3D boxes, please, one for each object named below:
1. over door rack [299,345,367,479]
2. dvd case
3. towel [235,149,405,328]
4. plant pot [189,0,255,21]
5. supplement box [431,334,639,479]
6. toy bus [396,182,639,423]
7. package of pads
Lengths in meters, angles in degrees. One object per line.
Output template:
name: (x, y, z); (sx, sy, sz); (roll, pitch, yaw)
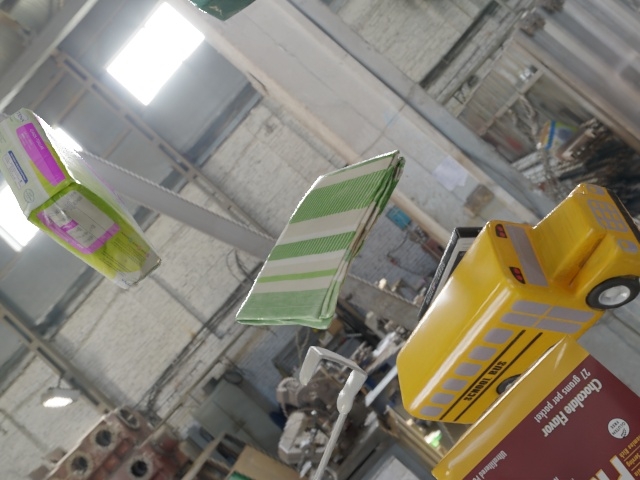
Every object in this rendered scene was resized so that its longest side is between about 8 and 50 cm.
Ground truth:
over door rack: (0.050, 0.277, 0.407); (0.240, 0.108, 0.323); (29, 109, 59)
dvd case: (0.281, 0.067, 0.945); (0.238, 0.180, 0.029); (100, 164, -45)
towel: (0.000, 0.000, 0.929); (0.248, 0.038, 0.324); (-9, 47, 52)
plant pot: (-0.088, -0.374, 0.606); (0.234, 0.165, 0.165); (-48, 5, 13)
supplement box: (0.207, 0.186, 0.407); (0.129, 0.191, 0.194); (-47, -22, 4)
toy bus: (0.210, 0.085, 0.633); (0.108, 0.130, 0.332); (-92, 17, -45)
package of pads: (-0.420, -0.060, 0.974); (0.101, 0.229, 0.296); (-39, -30, -7)
